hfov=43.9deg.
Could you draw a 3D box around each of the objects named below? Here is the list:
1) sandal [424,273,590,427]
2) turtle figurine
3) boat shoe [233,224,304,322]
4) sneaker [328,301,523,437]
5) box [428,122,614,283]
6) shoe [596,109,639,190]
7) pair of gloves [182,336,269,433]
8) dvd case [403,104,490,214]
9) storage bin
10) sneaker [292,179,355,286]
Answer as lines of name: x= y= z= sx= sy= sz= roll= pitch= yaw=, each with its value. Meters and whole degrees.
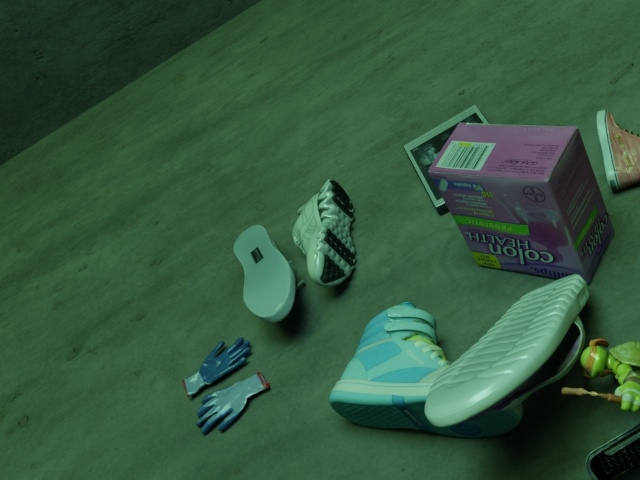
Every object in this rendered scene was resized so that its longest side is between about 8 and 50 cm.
sandal: x=0.295 y=0.159 z=1.100 sx=0.169 sy=0.102 sz=0.416 roll=-31 pitch=0 yaw=43
turtle figurine: x=0.435 y=0.168 z=1.034 sx=0.217 sy=0.269 sz=0.087 roll=11 pitch=95 yaw=18
boat shoe: x=-0.097 y=0.082 z=1.579 sx=0.113 sy=0.105 sz=0.306 roll=-40 pitch=31 yaw=1
sneaker: x=0.174 y=0.187 z=1.241 sx=0.318 sy=0.127 sz=0.208 roll=-2 pitch=50 yaw=35
box: x=0.328 y=-0.062 z=1.288 sx=0.213 sy=0.243 sz=0.117 roll=10 pitch=57 yaw=43
shoe: x=0.537 y=-0.167 z=1.393 sx=0.081 sy=0.063 sz=0.178 roll=-14 pitch=48 yaw=24
pair of gloves: x=-0.184 y=0.271 z=1.511 sx=0.159 sy=0.023 sz=0.198 roll=-34 pitch=38 yaw=-1
dvd case: x=0.281 y=-0.168 z=1.615 sx=0.179 sy=0.030 sz=0.239 roll=-29 pitch=37 yaw=9
storage bin: x=0.419 y=0.317 z=0.947 sx=0.122 sy=0.084 sz=0.180 roll=-33 pitch=37 yaw=4
sneaker: x=0.000 y=0.000 z=1.602 sx=0.118 sy=0.110 sz=0.292 roll=-28 pitch=29 yaw=22
